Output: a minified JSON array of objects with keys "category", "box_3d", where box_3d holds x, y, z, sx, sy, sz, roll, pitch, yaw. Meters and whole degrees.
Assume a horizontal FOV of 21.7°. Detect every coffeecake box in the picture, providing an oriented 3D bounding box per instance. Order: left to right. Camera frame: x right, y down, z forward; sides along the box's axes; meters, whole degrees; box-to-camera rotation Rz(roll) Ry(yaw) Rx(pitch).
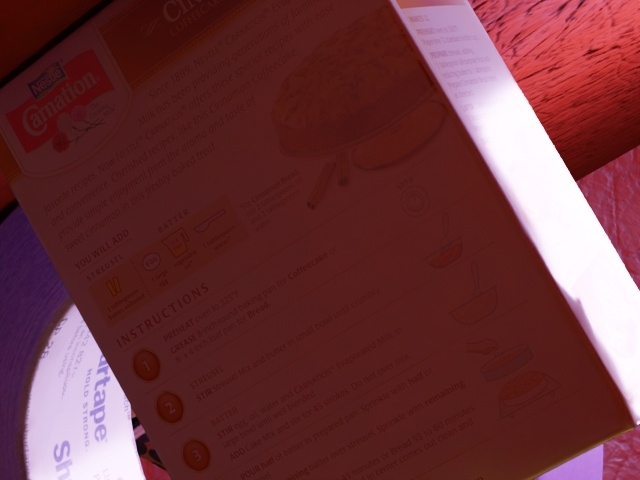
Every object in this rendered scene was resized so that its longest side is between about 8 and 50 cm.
[{"category":"coffeecake box","box_3d":[0.000,0.000,0.516,0.142,0.185,0.068,-32,174,26]}]

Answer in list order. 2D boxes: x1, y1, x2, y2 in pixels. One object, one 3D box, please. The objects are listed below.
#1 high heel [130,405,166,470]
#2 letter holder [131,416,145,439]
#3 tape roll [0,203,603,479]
[{"category":"high heel","box_3d":[-0.143,0.172,1.316,0.261,0.186,0.093,-35,173,41]},{"category":"letter holder","box_3d":[-0.188,0.149,0.850,0.214,0.152,0.302,-26,-179,27]},{"category":"tape roll","box_3d":[-0.026,0.087,0.702,0.275,0.275,0.090,-33,175,26]}]
